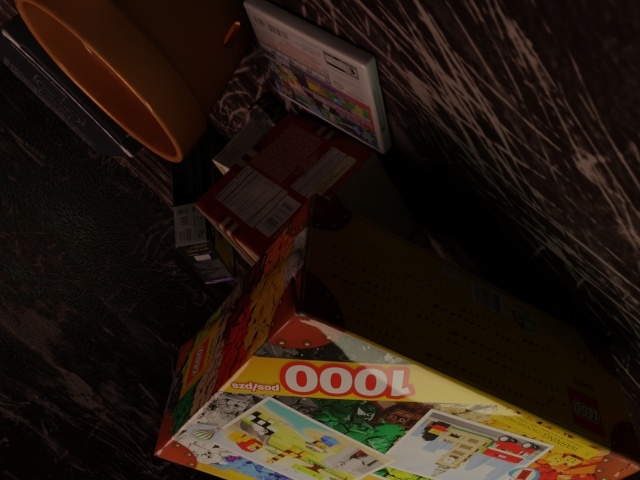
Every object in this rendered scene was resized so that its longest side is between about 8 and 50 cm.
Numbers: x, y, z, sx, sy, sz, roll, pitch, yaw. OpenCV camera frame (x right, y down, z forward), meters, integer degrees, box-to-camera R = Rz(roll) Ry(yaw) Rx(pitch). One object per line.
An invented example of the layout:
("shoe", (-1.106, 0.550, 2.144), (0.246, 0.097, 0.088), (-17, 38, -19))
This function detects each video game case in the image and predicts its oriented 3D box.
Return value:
("video game case", (0.001, -0.213, 0.892), (0.201, 0.023, 0.183), (34, 165, 25))

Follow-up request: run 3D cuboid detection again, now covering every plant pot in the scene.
("plant pot", (-0.232, -0.280, 0.942), (0.291, 0.203, 0.291), (39, 168, 10))

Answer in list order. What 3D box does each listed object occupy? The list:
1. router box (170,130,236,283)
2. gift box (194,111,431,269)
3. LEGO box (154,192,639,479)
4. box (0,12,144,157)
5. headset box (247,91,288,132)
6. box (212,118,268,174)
("router box", (-0.269, -0.084, 1.578), (0.243, 0.081, 0.308), (73, -172, -67))
("gift box", (0.000, 0.000, 1.055), (0.276, 0.255, 0.258), (42, 173, 46))
("LEGO box", (0.094, 0.213, 0.924), (0.500, 0.193, 0.372), (26, 131, -19))
("box", (-0.438, -0.338, 1.338), (0.293, 0.212, 0.395), (48, 167, -24))
("headset box", (-0.076, -0.201, 1.134), (0.083, 0.032, 0.062), (47, 166, -15))
("box", (-0.090, -0.111, 1.293), (0.103, 0.114, 0.203), (31, 165, 39))
